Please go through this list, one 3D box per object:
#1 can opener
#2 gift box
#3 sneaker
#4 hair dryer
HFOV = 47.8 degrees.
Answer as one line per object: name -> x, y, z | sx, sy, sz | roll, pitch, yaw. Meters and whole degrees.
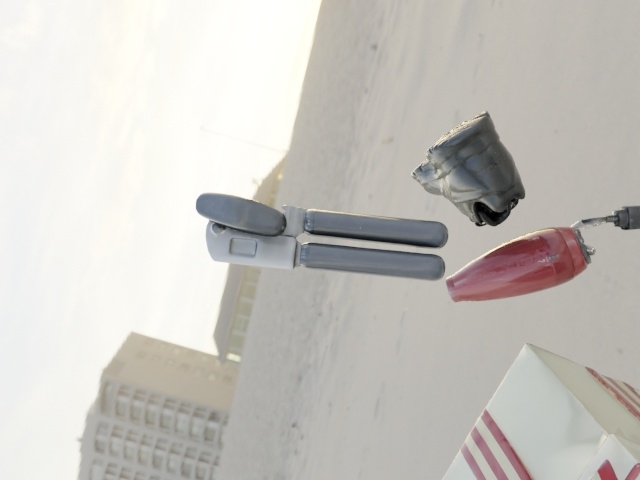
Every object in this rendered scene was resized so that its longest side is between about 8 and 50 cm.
can opener -> 0.000, 0.000, 0.801 | 0.093, 0.280, 0.074 | 54, -137, -83
gift box -> 0.275, 0.257, 0.675 | 0.258, 0.255, 0.276 | -112, 42, -69
sneaker -> 0.198, -0.075, 0.960 | 0.109, 0.130, 0.286 | -35, -4, 6
hair dryer -> 0.313, 0.037, 1.023 | 0.223, 0.294, 0.080 | 125, 130, -66
